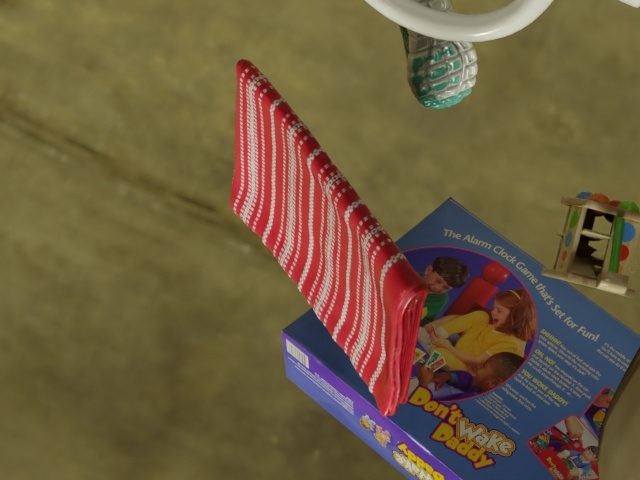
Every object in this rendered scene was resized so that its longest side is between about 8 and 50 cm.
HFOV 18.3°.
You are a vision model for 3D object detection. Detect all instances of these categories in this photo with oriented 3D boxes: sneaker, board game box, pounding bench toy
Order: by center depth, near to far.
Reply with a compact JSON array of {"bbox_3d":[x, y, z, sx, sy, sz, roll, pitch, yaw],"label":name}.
[{"bbox_3d":[0.197,0.002,1.366,0.052,0.065,0.083,15,180,-14],"label":"pounding bench toy"},{"bbox_3d":[0.092,-0.190,1.693,0.065,0.076,0.166,-13,128,2],"label":"sneaker"},{"bbox_3d":[0.167,0.137,1.863,0.347,0.233,0.078,38,152,29],"label":"board game box"}]

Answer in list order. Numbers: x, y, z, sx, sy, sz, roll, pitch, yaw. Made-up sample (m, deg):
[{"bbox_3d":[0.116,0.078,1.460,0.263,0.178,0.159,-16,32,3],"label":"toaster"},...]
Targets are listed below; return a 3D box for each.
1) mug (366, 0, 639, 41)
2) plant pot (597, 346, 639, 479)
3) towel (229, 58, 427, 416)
[{"bbox_3d":[0.144,-0.334,1.552,0.328,0.276,0.374,28,108,6],"label":"mug"},{"bbox_3d":[0.291,0.072,0.959,0.323,0.323,0.280,30,130,-12],"label":"plant pot"},{"bbox_3d":[0.000,0.000,1.676,0.275,0.031,0.199,53,157,27],"label":"towel"}]
